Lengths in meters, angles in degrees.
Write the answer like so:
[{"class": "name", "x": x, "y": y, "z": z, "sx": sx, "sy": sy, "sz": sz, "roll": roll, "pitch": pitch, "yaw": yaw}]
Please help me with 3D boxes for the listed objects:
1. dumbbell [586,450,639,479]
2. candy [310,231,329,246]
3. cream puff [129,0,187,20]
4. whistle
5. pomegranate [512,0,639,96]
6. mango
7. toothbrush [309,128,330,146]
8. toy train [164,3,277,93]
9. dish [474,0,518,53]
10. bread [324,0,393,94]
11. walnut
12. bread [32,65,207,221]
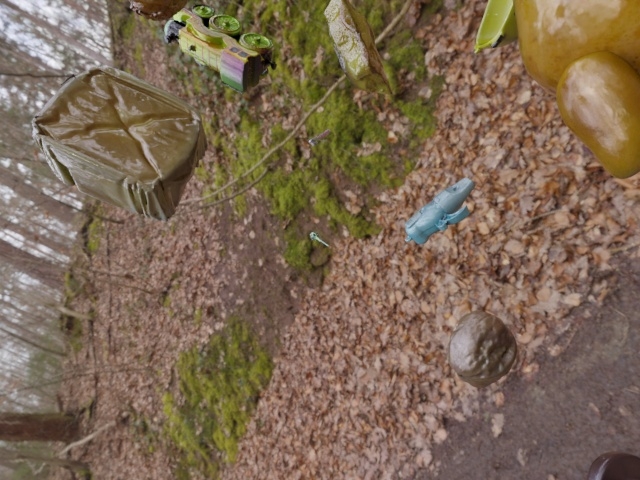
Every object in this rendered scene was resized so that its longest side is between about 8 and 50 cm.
[{"class": "dumbbell", "x": 0.524, "y": 0.396, "z": 0.600, "sx": 0.225, "sy": 0.123, "sz": 0.141, "roll": 115, "pitch": 146, "yaw": -67}, {"class": "candy", "x": 0.000, "y": 0.000, "z": 1.068, "sx": 0.083, "sy": 0.023, "sz": 0.025, "roll": 35, "pitch": 133, "yaw": 46}, {"class": "cream puff", "x": -0.321, "y": -0.480, "z": 0.793, "sx": 0.133, "sy": 0.119, "sz": 0.104, "roll": -22, "pitch": -49, "yaw": -52}, {"class": "whistle", "x": 0.372, "y": -0.091, "z": 1.304, "sx": 0.274, "sy": 0.093, "sz": 0.186, "roll": -44, "pitch": 21, "yaw": 15}, {"class": "pomegranate", "x": 0.517, "y": -0.421, "z": 0.657, "sx": 0.417, "sy": 0.416, "sz": 0.417, "roll": -60, "pitch": 10, "yaw": 17}, {"class": "mango", "x": 0.399, "y": -0.177, "z": 0.574, "sx": 0.102, "sy": 0.084, "sz": 0.184, "roll": 134, "pitch": 123, "yaw": -65}, {"class": "toothbrush", "x": 0.003, "y": -0.372, "z": 1.481, "sx": 0.020, "sy": 0.025, "sz": 0.286, "roll": -35, "pitch": 10, "yaw": 24}, {"class": "toy train", "x": -0.256, "y": -0.488, "z": 1.029, "sx": 0.161, "sy": 0.296, "sz": 0.101, "roll": -50, "pitch": -14, "yaw": -37}, {"class": "dish", "x": 0.545, "y": -0.645, "z": 1.142, "sx": 0.221, "sy": 0.108, "sz": 0.263, "roll": -94, "pitch": 21, "yaw": -75}, {"class": "bread", "x": 0.082, "y": -0.437, "z": 0.930, "sx": 0.160, "sy": 0.088, "sz": 0.233, "roll": 27, "pitch": -134, "yaw": -66}, {"class": "walnut", "x": 0.586, "y": 0.394, "z": 1.499, "sx": 0.274, "sy": 0.273, "sz": 0.227, "roll": -65, "pitch": 9, "yaw": -14}, {"class": "bread", "x": -0.293, "y": -0.148, "z": 0.636, "sx": 0.110, "sy": 0.209, "sz": 0.192, "roll": 128, "pitch": 161, "yaw": -57}]
